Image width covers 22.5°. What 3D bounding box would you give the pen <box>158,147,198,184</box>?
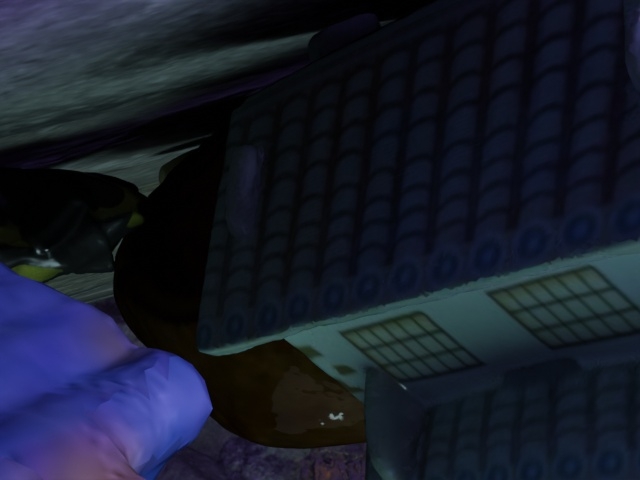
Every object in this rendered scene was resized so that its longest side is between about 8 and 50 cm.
[{"bbox_3d":[0.029,-0.060,0.825,0.233,0.032,0.040,-15,-159,-11],"label":"pen"}]

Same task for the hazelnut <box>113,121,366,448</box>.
[{"bbox_3d":[-0.006,0.004,0.699,0.170,0.161,0.201,-20,-148,-38],"label":"hazelnut"}]

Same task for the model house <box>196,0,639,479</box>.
[{"bbox_3d":[0.108,0.002,0.495,0.224,0.215,0.198,-18,-144,53],"label":"model house"}]

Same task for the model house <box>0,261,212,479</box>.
[{"bbox_3d":[-0.193,0.174,0.290,0.342,0.382,0.334,-12,-178,20],"label":"model house"}]

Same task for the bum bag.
[{"bbox_3d":[-0.160,0.007,0.637,0.106,0.060,0.232,-6,-169,46],"label":"bum bag"}]
